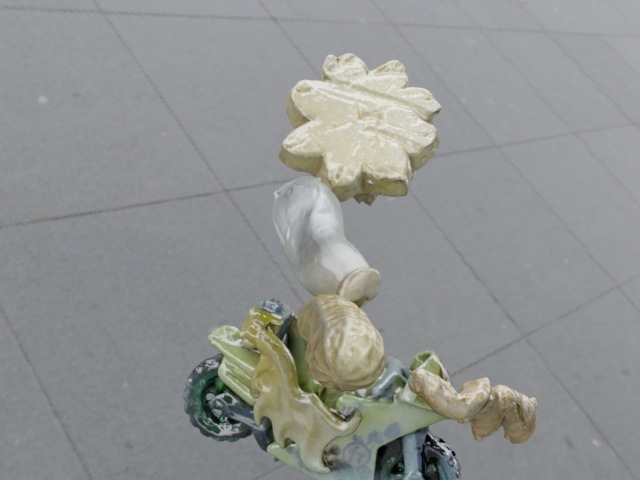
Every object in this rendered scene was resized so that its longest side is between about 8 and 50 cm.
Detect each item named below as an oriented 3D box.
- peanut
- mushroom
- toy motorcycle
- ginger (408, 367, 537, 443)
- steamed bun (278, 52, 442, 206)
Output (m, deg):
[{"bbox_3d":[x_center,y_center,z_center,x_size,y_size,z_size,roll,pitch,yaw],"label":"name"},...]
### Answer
[{"bbox_3d":[0.021,0.117,0.929,0.083,0.093,0.194,13,8,-16],"label":"peanut"},{"bbox_3d":[-0.002,0.002,1.189,0.097,0.109,0.351,64,0,-34],"label":"mushroom"},{"bbox_3d":[0.015,0.227,1.116,0.410,0.236,0.169,20,9,6],"label":"toy motorcycle"},{"bbox_3d":[0.204,0.215,1.028,0.288,0.089,0.075,24,18,-47],"label":"ginger"},{"bbox_3d":[0.064,-0.175,1.401,0.292,0.137,0.295,-28,69,-18],"label":"steamed bun"}]
